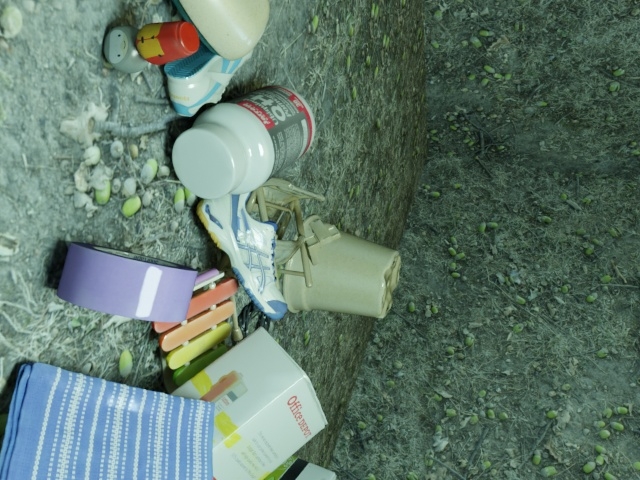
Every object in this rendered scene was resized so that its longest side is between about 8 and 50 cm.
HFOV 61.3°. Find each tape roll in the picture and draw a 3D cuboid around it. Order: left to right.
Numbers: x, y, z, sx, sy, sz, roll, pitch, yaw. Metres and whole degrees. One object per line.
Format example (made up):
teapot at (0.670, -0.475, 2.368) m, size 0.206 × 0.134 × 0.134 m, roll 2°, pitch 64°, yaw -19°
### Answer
tape roll at (-0.287, 0.062, 0.815) m, size 0.189 × 0.189 × 0.080 m, roll 21°, pitch 82°, yaw -71°

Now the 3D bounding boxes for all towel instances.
towel at (-0.294, 0.322, 0.796) m, size 0.336 × 0.040 × 0.243 m, roll 28°, pitch 39°, yaw -37°

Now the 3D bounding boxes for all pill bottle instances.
pill bottle at (-0.147, -0.196, 1.073) m, size 0.318 × 0.176 × 0.176 m, roll -48°, pitch 146°, yaw -56°

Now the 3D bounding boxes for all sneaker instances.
sneaker at (-0.203, -0.314, 0.998) m, size 0.228 × 0.087 × 0.092 m, roll -52°, pitch 158°, yaw -41°
sneaker at (-0.130, 0.023, 1.119) m, size 0.296 × 0.131 × 0.112 m, roll 60°, pitch -9°, yaw -12°

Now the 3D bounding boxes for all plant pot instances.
plant pot at (0.086, 0.107, 1.748) m, size 0.334 × 0.306 × 0.333 m, roll 12°, pitch 90°, yaw -72°

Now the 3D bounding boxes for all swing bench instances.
swing bench at (-0.115, -0.016, 1.321) m, size 0.253 × 0.165 × 0.254 m, roll 11°, pitch 86°, yaw -71°

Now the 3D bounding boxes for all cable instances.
cable at (-0.185, 0.237, 1.469) m, size 0.184 × 0.047 × 0.150 m, roll -55°, pitch 156°, yaw -54°

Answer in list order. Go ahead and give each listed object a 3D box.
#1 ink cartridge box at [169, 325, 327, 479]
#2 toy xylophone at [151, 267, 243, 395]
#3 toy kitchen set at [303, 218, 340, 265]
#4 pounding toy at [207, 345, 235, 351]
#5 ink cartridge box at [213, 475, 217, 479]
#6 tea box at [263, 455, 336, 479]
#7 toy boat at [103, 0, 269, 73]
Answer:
ink cartridge box at (-0.197, 0.395, 1.084) m, size 0.385 × 0.160 × 0.279 m, roll -35°, pitch 144°, yaw -17°
toy xylophone at (-0.241, 0.188, 1.125) m, size 0.236 × 0.081 × 0.322 m, roll -34°, pitch 134°, yaw -39°
toy kitchen set at (0.000, 0.000, 1.312) m, size 0.083 × 0.068 × 0.075 m, roll -24°, pitch 140°, yaw -9°
pounding toy at (-0.236, 0.312, 1.254) m, size 0.100 × 0.141 × 0.130 m, roll 73°, pitch 20°, yaw -57°
ink cartridge box at (-0.263, 0.537, 0.962) m, size 0.239 × 0.060 × 0.275 m, roll -33°, pitch 144°, yaw -17°
tea box at (-0.176, 0.689, 1.338) m, size 0.329 × 0.324 × 0.219 m, roll -12°, pitch 114°, yaw -71°
toy boat at (-0.211, -0.378, 0.846) m, size 0.267 × 0.148 × 0.318 m, roll 62°, pitch 38°, yaw -43°
